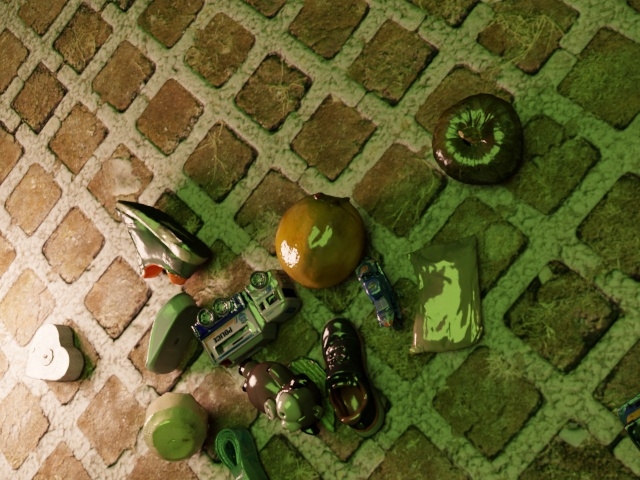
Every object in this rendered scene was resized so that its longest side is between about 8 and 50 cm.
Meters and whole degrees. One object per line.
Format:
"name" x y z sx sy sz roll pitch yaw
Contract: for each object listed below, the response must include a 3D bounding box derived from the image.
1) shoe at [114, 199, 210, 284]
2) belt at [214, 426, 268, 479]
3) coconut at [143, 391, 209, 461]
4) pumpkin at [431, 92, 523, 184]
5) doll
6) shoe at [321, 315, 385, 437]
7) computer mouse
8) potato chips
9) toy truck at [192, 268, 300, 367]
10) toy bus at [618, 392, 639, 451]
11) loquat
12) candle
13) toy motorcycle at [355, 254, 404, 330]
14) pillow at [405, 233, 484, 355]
"shoe" -0.465 0.019 2.126 0.337 0.132 0.170 33 102 26
"belt" -0.160 0.590 1.853 0.087 0.072 0.302 -41 64 14
"coconut" -0.364 0.464 1.939 0.171 0.183 0.170 -1 106 -5
"pumpkin" 0.358 -0.236 1.757 0.219 0.162 0.218 -5 80 27
"doll" -0.092 0.368 1.831 0.117 0.181 0.257 -32 39 -31
"shoe" 0.054 0.316 1.780 0.114 0.137 0.290 -26 66 18
"computer mouse" -0.401 0.246 2.029 0.079 0.128 0.230 21 83 28
"potato chips" -0.008 0.365 1.858 0.092 0.028 0.207 -49 58 14
"toy truck" -0.176 0.195 1.933 0.268 0.124 0.155 -36 72 16
"toy bus" 0.721 0.311 1.431 0.288 0.175 0.138 -39 80 13
"loquat" 0.000 0.000 1.856 0.238 0.193 0.238 -11 75 49
"candle" -0.782 0.344 2.222 0.168 0.068 0.192 -43 59 12
"toy motorcycle" 0.139 0.118 1.800 0.076 0.114 0.205 -29 66 16
"pillow" 0.284 0.124 1.756 0.174 0.067 0.270 -7 75 19
